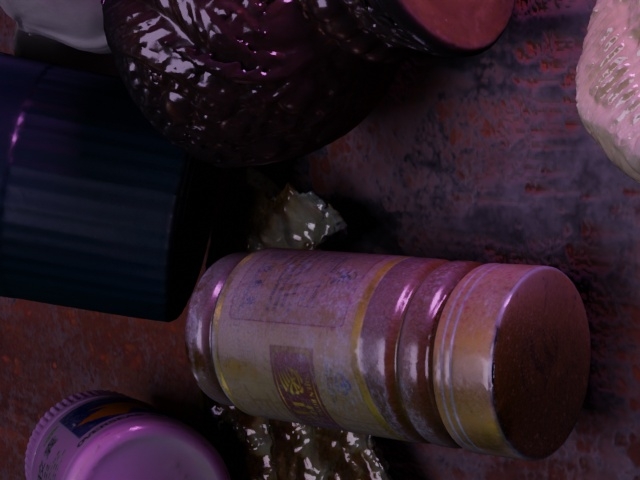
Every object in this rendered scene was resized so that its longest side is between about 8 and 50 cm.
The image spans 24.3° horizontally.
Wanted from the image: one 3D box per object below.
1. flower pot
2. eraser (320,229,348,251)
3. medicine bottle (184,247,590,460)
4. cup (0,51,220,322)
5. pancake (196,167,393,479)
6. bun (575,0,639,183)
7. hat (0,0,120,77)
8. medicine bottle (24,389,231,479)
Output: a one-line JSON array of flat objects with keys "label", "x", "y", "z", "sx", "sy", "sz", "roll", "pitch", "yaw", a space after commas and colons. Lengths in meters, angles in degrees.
[{"label": "flower pot", "x": 0.001, "y": -0.208, "z": 1.214, "sx": 0.267, "sy": 0.266, "sz": 0.266, "roll": -13, "pitch": 88, "yaw": 42}, {"label": "eraser", "x": 0.000, "y": 0.000, "z": 1.440, "sx": 0.099, "sy": 0.019, "sz": 0.027, "roll": -35, "pitch": 71, "yaw": 53}, {"label": "medicine bottle", "x": 0.047, "y": 0.087, "z": 1.238, "sx": 0.322, "sy": 0.151, "sz": 0.151, "roll": 4, "pitch": 101, "yaw": 39}, {"label": "cup", "x": -0.259, "y": -0.037, "z": 1.479, "sx": 0.308, "sy": 0.292, "sz": 0.242, "roll": 93, "pitch": -172, "yaw": -55}, {"label": "pancake", "x": -0.028, "y": 0.139, "z": 1.472, "sx": 0.305, "sy": 0.067, "sz": 0.426, "roll": -17, "pitch": 85, "yaw": 51}, {"label": "bun", "x": 0.278, "y": -0.120, "z": 0.960, "sx": 0.220, "sy": 0.134, "sz": 0.220, "roll": -30, "pitch": 48, "yaw": 40}, {"label": "hat", "x": -0.192, "y": -0.237, "z": 1.512, "sx": 0.168, "sy": 0.258, "sz": 0.301, "roll": 33, "pitch": 150, "yaw": 10}, {"label": "medicine bottle", "x": -0.214, "y": 0.259, "z": 1.590, "sx": 0.291, "sy": 0.178, "sz": 0.178, "roll": -173, "pitch": 76, "yaw": -71}]
